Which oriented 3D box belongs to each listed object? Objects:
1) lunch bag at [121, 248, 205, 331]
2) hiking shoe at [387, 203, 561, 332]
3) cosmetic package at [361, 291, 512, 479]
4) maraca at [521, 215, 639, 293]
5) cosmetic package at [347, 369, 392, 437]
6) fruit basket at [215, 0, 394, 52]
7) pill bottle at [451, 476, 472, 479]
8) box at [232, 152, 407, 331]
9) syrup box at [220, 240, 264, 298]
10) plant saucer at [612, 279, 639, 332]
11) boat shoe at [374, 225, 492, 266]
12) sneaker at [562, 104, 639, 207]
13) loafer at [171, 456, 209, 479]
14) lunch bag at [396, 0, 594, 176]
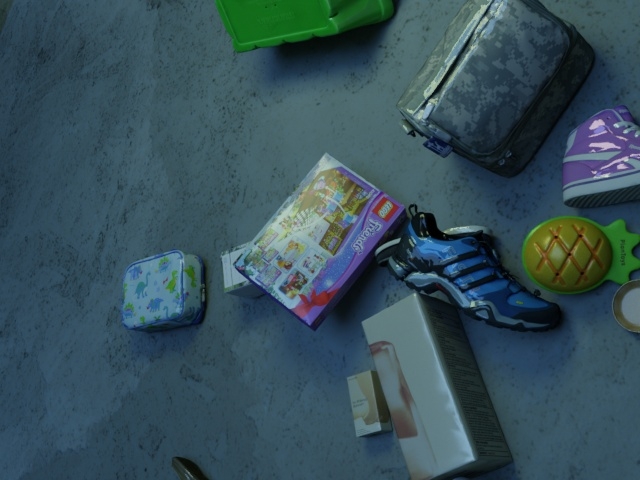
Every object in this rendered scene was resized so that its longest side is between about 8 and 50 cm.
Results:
[{"bbox_3d":[-0.367,0.118,1.926,0.219,0.090,0.176,-16,69,34],"label":"lunch bag"},{"bbox_3d":[0.263,0.053,1.373,0.304,0.113,0.132,23,105,14],"label":"hiking shoe"},{"bbox_3d":[0.195,0.256,1.405,0.129,0.153,0.296,-31,59,27],"label":"cosmetic package"},{"bbox_3d":[0.420,0.022,1.329,0.185,0.099,0.127,-3,91,13],"label":"maraca"},{"bbox_3d":[0.091,0.306,1.543,0.060,0.041,0.115,-25,63,31],"label":"cosmetic package"},{"bbox_3d":[-0.019,-0.593,1.789,0.392,0.283,0.392,-18,27,10],"label":"fruit basket"},{"bbox_3d":[0.306,0.522,1.207,0.361,0.204,0.204,32,98,39],"label":"pill bottle"},{"bbox_3d":[0.000,0.000,1.592,0.201,0.057,0.293,37,81,19],"label":"box"},{"bbox_3d":[-0.090,0.043,1.723,0.237,0.096,0.093,-20,67,30],"label":"syrup box"},{"bbox_3d":[0.501,0.103,1.290,0.083,0.015,0.083,-10,73,36],"label":"plant saucer"},{"bbox_3d":[0.201,0.029,1.505,0.233,0.084,0.079,-9,74,32],"label":"boat shoe"},{"bbox_3d":[0.515,-0.150,1.298,0.282,0.102,0.161,-6,71,37],"label":"sneaker"},{"bbox_3d":[-0.277,0.518,1.767,0.148,0.056,0.050,32,92,39],"label":"loafer"},{"bbox_3d":[0.285,-0.281,1.413,0.212,0.256,0.305,43,105,38],"label":"lunch bag"}]
